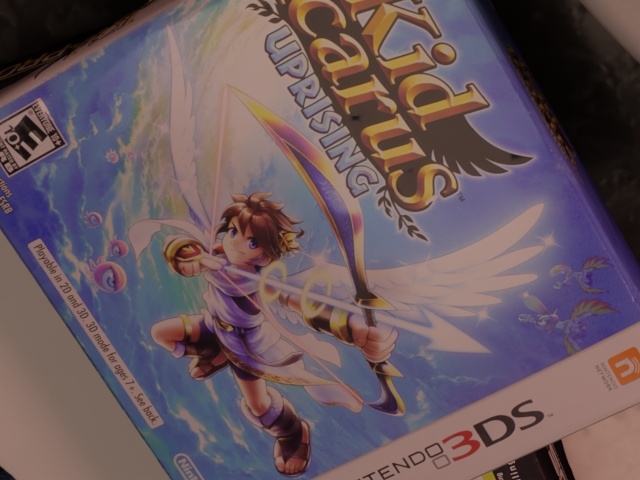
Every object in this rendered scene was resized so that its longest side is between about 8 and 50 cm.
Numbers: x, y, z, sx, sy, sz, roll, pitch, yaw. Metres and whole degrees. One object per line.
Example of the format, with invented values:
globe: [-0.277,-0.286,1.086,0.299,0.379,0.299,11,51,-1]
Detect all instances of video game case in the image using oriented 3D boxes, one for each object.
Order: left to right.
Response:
video game case: [0.000,0.000,0.743,0.244,0.061,0.269,-28,106,15]

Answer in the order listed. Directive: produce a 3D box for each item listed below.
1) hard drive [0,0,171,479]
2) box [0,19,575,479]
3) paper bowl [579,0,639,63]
hard drive: [-0.068,0.010,0.809,0.203,0.040,0.307,42,111,-10]
box: [-0.056,0.065,0.903,0.318,0.097,0.395,-17,109,16]
paper bowl: [0.170,-0.167,0.672,0.148,0.284,0.284,-39,104,24]
